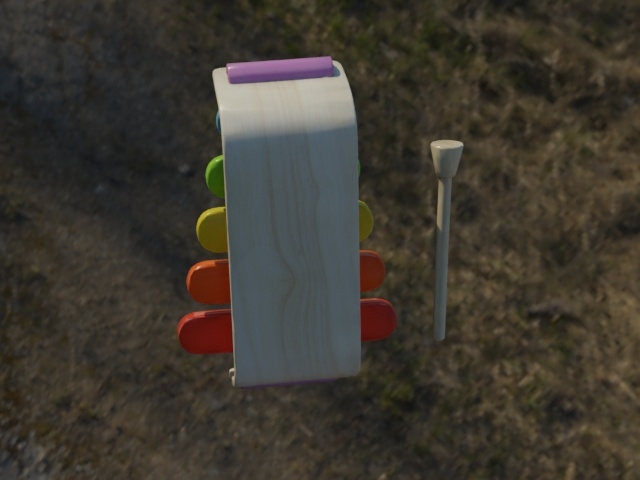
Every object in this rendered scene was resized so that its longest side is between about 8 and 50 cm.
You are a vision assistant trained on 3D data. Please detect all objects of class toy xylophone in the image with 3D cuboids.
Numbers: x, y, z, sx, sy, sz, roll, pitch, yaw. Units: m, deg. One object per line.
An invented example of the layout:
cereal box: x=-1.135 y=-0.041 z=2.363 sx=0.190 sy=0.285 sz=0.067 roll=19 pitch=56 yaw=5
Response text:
toy xylophone: x=0.000 y=0.000 z=1.164 sx=0.236 sy=0.323 sz=0.081 roll=3 pitch=20 yaw=-11
